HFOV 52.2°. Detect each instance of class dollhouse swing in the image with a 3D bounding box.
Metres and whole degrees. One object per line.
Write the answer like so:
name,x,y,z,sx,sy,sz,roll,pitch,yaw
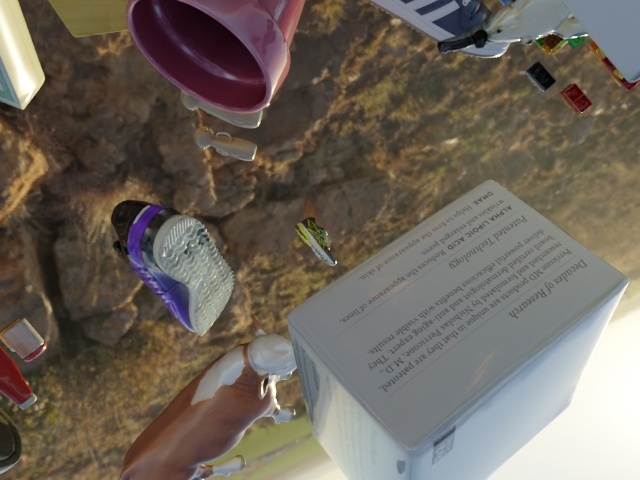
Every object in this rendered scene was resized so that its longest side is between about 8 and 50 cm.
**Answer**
dollhouse swing,-0.410,-0.568,1.207,0.315,0.347,0.305,-13,118,-13

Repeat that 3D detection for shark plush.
shark plush,0.197,-0.210,0.648,0.161,0.073,0.067,-33,-165,0

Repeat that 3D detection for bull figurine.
bull figurine,-0.123,0.224,0.864,0.310,0.101,0.188,-39,148,7

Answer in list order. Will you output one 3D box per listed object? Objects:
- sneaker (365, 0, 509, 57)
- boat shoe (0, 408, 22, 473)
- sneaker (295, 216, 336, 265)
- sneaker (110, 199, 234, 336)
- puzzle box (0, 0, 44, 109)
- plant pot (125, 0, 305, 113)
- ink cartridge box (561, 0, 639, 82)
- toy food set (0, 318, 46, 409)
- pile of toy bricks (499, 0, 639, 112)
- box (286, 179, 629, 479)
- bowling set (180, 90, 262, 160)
sneaker,0.165,-0.372,0.893,0.153,0.282,0.099,-59,-171,43
boat shoe,-0.410,0.175,0.552,0.104,0.111,0.307,-42,145,9
sneaker,0.000,0.000,0.964,0.035,0.083,0.031,-41,-175,-15
sneaker,-0.227,0.033,0.976,0.102,0.146,0.293,-57,158,-28
puzzle box,-0.418,-0.300,0.567,0.409,0.272,0.052,112,0,-63
plant pot,-0.107,-0.288,0.807,0.180,0.201,0.201,-62,173,-21
ink cartridge box,0.188,-0.184,0.331,0.127,0.128,0.176,-41,177,42
toy food set,-0.463,0.207,0.934,0.111,0.104,0.232,-28,-164,23
pile of toy bricks,0.276,-0.249,0.771,0.118,0.212,0.105,-40,-177,14
box,0.089,0.089,0.457,0.182,0.119,0.181,-32,145,-19
bowling set,-0.168,-0.303,1.231,0.154,0.200,0.287,17,148,-3
